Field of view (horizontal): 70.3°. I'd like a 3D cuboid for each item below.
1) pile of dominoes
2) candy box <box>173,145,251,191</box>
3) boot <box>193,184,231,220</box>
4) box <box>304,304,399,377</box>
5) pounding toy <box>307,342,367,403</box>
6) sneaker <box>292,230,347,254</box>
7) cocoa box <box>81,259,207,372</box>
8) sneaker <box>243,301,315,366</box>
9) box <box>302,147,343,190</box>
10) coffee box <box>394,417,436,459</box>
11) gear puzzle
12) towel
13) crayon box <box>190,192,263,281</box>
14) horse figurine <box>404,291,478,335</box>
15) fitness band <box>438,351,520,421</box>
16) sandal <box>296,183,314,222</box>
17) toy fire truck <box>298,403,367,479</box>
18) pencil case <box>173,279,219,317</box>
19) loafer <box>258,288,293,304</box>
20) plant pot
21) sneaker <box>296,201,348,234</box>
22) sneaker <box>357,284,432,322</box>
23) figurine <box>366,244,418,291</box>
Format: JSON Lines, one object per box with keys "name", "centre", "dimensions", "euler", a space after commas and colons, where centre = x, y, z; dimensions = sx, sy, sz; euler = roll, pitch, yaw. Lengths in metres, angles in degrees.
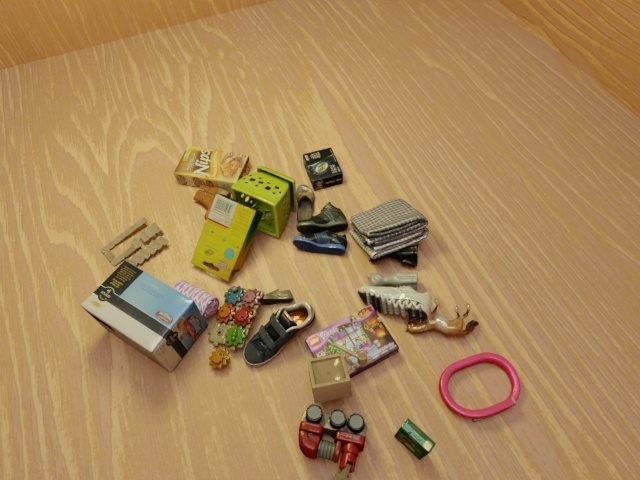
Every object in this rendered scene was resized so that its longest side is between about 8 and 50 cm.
{"name": "pile of dominoes", "centre": [-0.803, 0.028, 1.990], "dimensions": [0.251, 0.040, 0.196], "euler": [-41, 65, -13]}
{"name": "candy box", "centre": [-0.514, -0.341, 2.177], "dimensions": [0.317, 0.087, 0.182], "euler": [10, 58, 8]}
{"name": "boot", "centre": [-0.520, -0.172, 2.082], "dimensions": [0.153, 0.072, 0.197], "euler": [17, 50, 14]}
{"name": "box", "centre": [0.116, 0.392, 1.698], "dimensions": [0.294, 0.057, 0.200], "euler": [-25, 59, -14]}
{"name": "pounding toy", "centre": [0.064, 0.450, 1.572], "dimensions": [0.206, 0.094, 0.181], "euler": [-9, 32, -6]}
{"name": "sneaker", "centre": [0.000, 0.000, 1.950], "dimensions": [0.233, 0.081, 0.090], "euler": [10, 55, 0]}
{"name": "cocoa box", "centre": [-0.641, 0.279, 1.690], "dimensions": [0.347, 0.231, 0.228], "euler": [26, 61, 17]}
{"name": "sneaker", "centre": [-0.160, 0.337, 1.704], "dimensions": [0.321, 0.127, 0.126], "euler": [-37, 65, -19]}
{"name": "box", "centre": [0.010, -0.343, 2.170], "dimensions": [0.148, 0.077, 0.180], "euler": [-15, 58, -7]}
{"name": "coffee box", "centre": [0.300, 0.638, 1.456], "dimensions": [0.113, 0.184, 0.040], "euler": [38, 66, 23]}
{"name": "gear puzzle", "centre": [-0.351, 0.325, 1.735], "dimensions": [0.176, 0.044, 0.338], "euler": [6, 61, 24]}
{"name": "towel", "centre": [0.280, -0.064, 1.912], "dimensions": [0.284, 0.121, 0.235], "euler": [-20, 32, -10]}
{"name": "crayon box", "centre": [-0.395, -0.013, 1.903], "dimensions": [0.202, 0.081, 0.318], "euler": [25, 96, 16]}
{"name": "horse figurine", "centre": [0.473, 0.302, 1.743], "dimensions": [0.264, 0.066, 0.174], "euler": [15, 53, 14]}
{"name": "fitness band", "centre": [0.565, 0.513, 1.609], "dimensions": [0.291, 0.054, 0.208], "euler": [-16, 58, -10]}
{"name": "sandal", "centre": [-0.074, -0.174, 2.072], "dimensions": [0.090, 0.060, 0.219], "euler": [2, 57, 3]}
{"name": "toy fire truck", "centre": [0.026, 0.693, 1.469], "dimensions": [0.217, 0.158, 0.246], "euler": [10, 47, 8]}
{"name": "pencil case", "centre": [-0.494, 0.231, 1.793], "dimensions": [0.206, 0.086, 0.088], "euler": [22, 66, 28]}
{"name": "loafer", "centre": [-0.182, 0.225, 1.822], "dimensions": [0.148, 0.056, 0.050], "euler": [1, 54, -6]}
{"name": "plant pot", "centre": [-0.230, -0.183, 1.992], "dimensions": [0.228, 0.227, 0.207], "euler": [25, 55, 17]}
{"name": "sneaker", "centre": [-0.001, -0.096, 2.007], "dimensions": [0.228, 0.087, 0.130], "euler": [-9, 55, -8]}
{"name": "sneaker", "centre": [0.289, 0.225, 1.768], "dimensions": [0.292, 0.110, 0.118], "euler": [14, 49, 22]}
{"name": "figurine", "centre": [0.294, 0.114, 1.867], "dimensions": [0.210, 0.092, 0.214], "euler": [2, 57, 13]}
